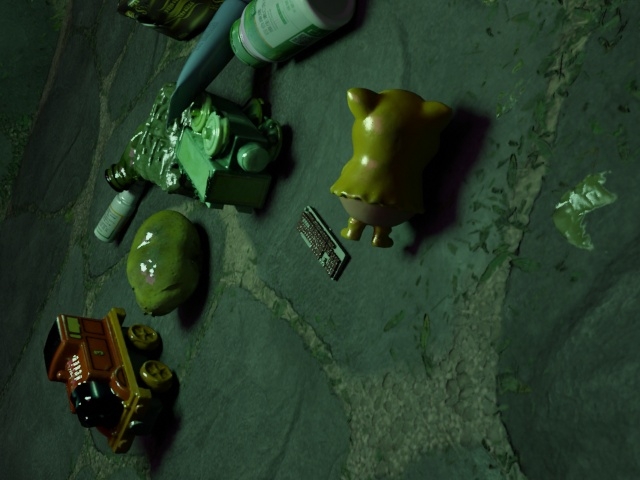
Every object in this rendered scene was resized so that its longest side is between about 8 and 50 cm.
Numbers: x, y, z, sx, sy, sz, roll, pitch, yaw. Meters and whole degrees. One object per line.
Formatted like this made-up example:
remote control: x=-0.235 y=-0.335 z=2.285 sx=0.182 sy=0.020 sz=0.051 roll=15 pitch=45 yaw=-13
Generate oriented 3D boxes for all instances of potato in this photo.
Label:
potato: x=-0.332 y=0.044 z=1.750 sx=0.169 sy=0.143 sz=0.248 roll=-15 pitch=52 yaw=10

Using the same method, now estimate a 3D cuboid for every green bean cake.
green bean cake: x=-0.306 y=-0.228 z=1.835 sx=0.255 sy=0.132 sz=0.241 roll=31 pitch=99 yaw=56

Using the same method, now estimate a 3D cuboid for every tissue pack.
tissue pack: x=-0.314 y=-0.648 z=1.950 sx=0.370 sy=0.210 sz=0.198 roll=-13 pitch=61 yaw=55

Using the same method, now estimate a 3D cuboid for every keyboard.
keyboard: x=0.000 y=0.000 z=1.388 sx=0.055 sy=0.017 sz=0.166 roll=-61 pitch=36 yaw=20

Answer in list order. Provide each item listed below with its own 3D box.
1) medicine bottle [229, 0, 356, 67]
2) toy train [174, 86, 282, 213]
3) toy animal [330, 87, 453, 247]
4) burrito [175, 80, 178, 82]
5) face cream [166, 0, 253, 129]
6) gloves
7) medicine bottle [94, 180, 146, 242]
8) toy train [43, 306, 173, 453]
medicine bottle: x=-0.063 y=-0.423 z=1.550 sx=0.274 sy=0.133 sz=0.133 roll=-16 pitch=64 yaw=53
toy train: x=-0.185 y=-0.184 z=1.618 sx=0.272 sy=0.159 sz=0.188 roll=50 pitch=128 yaw=51
toy animal: x=0.093 y=-0.104 z=1.176 sx=0.156 sy=0.156 sz=0.230 roll=31 pitch=114 yaw=56
burrito: x=-0.320 y=-0.387 z=1.991 sx=0.188 sy=0.045 sz=0.058 roll=-29 pitch=79 yaw=44
face cream: x=-0.214 y=-0.401 z=1.682 sx=0.385 sy=0.086 sz=0.135 roll=-61 pitch=3 yaw=-25
gloves: x=-0.432 y=-0.222 z=2.026 sx=0.268 sy=0.107 sz=0.135 roll=-40 pitch=63 yaw=29
medicine bottle: x=-0.520 y=-0.099 z=2.156 sx=0.221 sy=0.061 sz=0.092 roll=-53 pitch=18 yaw=21
toy train: x=-0.468 y=0.283 z=1.766 sx=0.163 sy=0.231 sz=0.369 roll=-64 pitch=34 yaw=21
